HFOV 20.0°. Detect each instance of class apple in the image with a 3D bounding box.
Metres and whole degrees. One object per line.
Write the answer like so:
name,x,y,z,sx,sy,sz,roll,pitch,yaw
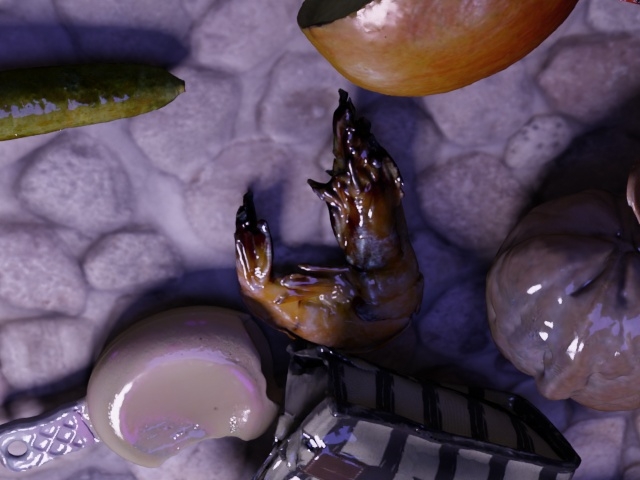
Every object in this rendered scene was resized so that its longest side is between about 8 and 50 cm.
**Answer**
apple,0.140,-0.258,1.576,0.346,0.254,0.179,-44,76,14

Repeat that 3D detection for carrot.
carrot,-0.297,-0.119,1.604,0.358,0.074,0.074,-5,119,-10

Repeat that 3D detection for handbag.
handbag,0.044,0.279,1.794,0.327,0.162,0.325,21,107,-37

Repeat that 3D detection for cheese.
cheese,-0.183,0.162,1.775,0.286,0.082,0.163,-22,119,5

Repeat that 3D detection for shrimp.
shrimp,-0.001,-0.005,1.727,0.178,0.075,0.289,-14,133,0

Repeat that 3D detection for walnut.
walnut,0.261,0.059,1.731,0.224,0.224,0.224,-4,119,-8

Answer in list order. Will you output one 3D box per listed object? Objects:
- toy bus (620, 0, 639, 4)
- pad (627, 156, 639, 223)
toy bus,0.322,-0.227,1.672,0.110,0.043,0.031,10,116,-16
pad,0.396,-0.037,1.696,0.286,0.018,0.284,-51,126,-30
